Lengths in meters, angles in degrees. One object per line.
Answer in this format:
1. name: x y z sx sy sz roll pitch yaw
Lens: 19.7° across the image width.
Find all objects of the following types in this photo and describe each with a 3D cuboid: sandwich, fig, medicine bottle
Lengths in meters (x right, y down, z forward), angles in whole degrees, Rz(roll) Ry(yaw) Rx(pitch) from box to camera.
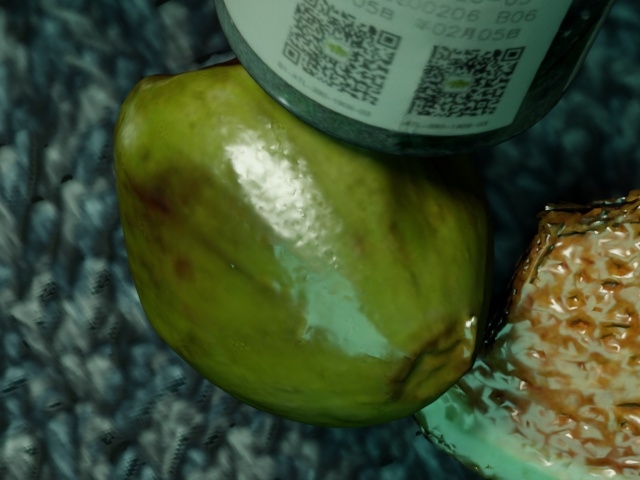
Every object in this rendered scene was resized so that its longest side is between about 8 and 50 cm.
1. sandwich: 0.152 0.047 0.742 0.235 0.079 0.159 -11 104 15
2. fig: 0.000 0.000 0.707 0.144 0.165 0.154 -23 147 -11
3. medicine bottle: 0.056 -0.159 0.555 0.141 0.141 0.293 23 146 2
